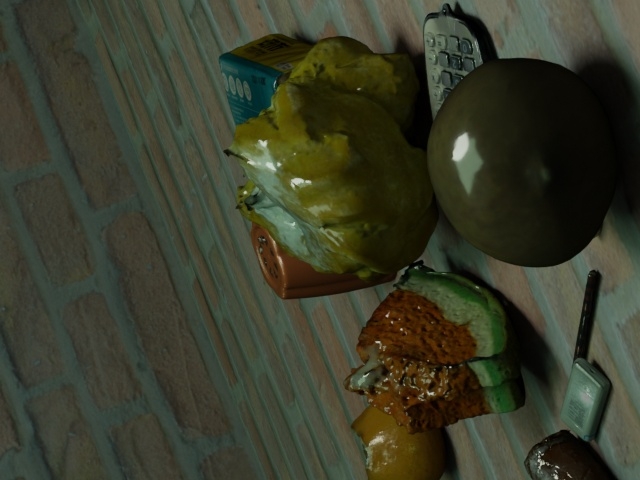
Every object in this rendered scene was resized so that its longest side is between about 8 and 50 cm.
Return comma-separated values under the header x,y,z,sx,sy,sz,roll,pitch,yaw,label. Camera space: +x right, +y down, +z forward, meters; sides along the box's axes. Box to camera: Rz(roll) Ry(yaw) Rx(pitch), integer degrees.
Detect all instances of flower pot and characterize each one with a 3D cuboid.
x,y,z,sx,sy,sz,roll,pitch,yaw,label
0.000,0.000,2.530,0.191,0.173,0.191,57,161,33,flower pot

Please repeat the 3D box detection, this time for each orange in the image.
x,y,z,sx,sy,sz,roll,pitch,yaw,label
0.114,0.303,2.579,0.156,0.134,0.157,34,129,56,orange

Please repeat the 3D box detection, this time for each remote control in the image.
x,y,z,sx,sy,sz,roll,pitch,yaw,label
0.303,0.185,2.011,0.053,0.018,0.124,44,152,28,remote control

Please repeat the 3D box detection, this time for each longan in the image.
x,y,z,sx,sy,sz,roll,pitch,yaw,label
0.202,-0.082,1.749,0.196,0.196,0.220,44,158,57,longan

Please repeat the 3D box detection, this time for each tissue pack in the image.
x,y,z,sx,sy,sz,roll,pitch,yaw,label
-0.034,-0.183,2.491,0.271,0.134,0.192,-148,42,-65,tissue pack

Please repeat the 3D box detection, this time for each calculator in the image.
x,y,z,sx,sy,sz,roll,pitch,yaw,label
0.170,-0.146,2.042,0.177,0.040,0.268,-150,44,-65,calculator

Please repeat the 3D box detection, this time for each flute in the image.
x,y,z,sx,sy,sz,roll,pitch,yaw,label
0.296,0.124,1.990,0.269,0.014,0.014,90,155,-48,flute

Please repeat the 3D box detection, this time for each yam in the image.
x,y,z,sx,sy,sz,roll,pitch,yaw,label
0.302,0.292,2.046,0.141,0.079,0.079,53,156,40,yam

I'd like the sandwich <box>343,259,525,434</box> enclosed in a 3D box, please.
x,y,z,sx,sy,sz,roll,pitch,yaw,label
0.151,0.146,2.184,0.292,0.212,0.109,17,141,54,sandwich

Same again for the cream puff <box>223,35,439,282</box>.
x,y,z,sx,sy,sz,roll,pitch,yaw,label
0.047,-0.097,2.186,0.274,0.270,0.323,42,168,8,cream puff

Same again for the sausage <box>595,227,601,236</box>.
x,y,z,sx,sy,sz,roll,pitch,yaw,label
0.262,-0.046,1.875,0.031,0.031,0.107,95,151,-55,sausage
